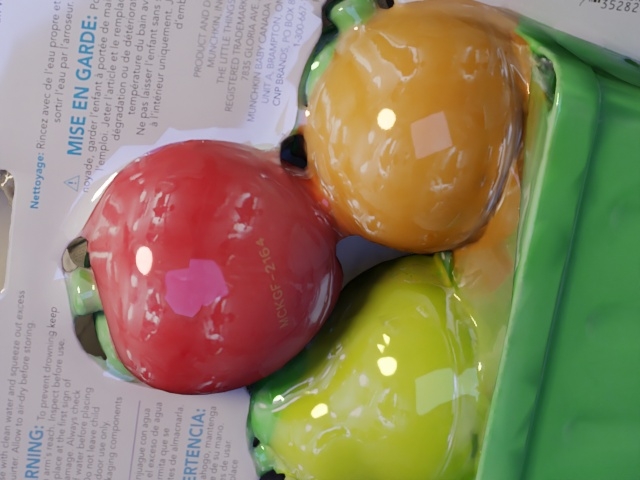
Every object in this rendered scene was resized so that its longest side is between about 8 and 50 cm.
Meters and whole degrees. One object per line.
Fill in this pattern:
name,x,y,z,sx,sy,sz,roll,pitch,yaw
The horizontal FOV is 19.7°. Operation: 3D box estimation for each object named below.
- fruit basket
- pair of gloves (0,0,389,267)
fruit basket,0.000,0.000,0.849,0.353,0.165,0.327,6,109,-8
pair of gloves,-0.095,-0.115,0.856,0.204,0.042,0.240,-40,116,-3
